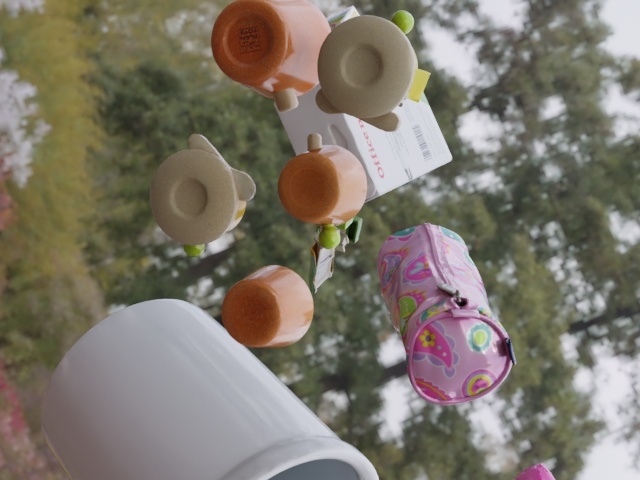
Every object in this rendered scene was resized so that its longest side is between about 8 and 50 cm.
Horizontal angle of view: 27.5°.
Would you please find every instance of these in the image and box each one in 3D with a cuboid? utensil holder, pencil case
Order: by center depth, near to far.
[{"bbox_3d":[0.136,0.075,1.477,0.284,0.124,0.124,-100,175,-70],"label":"pencil case"},{"bbox_3d":[-0.160,0.305,1.790,0.385,0.328,0.327,41,-30,40],"label":"utensil holder"}]

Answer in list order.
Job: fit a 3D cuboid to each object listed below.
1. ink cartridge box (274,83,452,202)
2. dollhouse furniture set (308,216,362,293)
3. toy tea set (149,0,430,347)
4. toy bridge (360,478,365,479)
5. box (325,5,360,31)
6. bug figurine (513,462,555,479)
[{"bbox_3d":[0.057,-0.137,1.638,0.093,0.219,0.160,-22,-88,34],"label":"ink cartridge box"},{"bbox_3d":[0.000,0.000,1.706,0.059,0.152,0.076,18,-60,17],"label":"dollhouse furniture set"},{"bbox_3d":[-0.032,-0.069,1.176,0.200,0.336,0.124,27,13,17],"label":"toy tea set"},{"bbox_3d":[0.045,0.344,1.537,0.026,0.063,0.188,37,8,-8],"label":"toy bridge"},{"bbox_3d":[0.046,-0.253,2.090,0.114,0.103,0.203,-20,-62,34],"label":"box"},{"bbox_3d":[0.117,0.238,0.736,0.279,0.072,0.216,46,57,-87],"label":"bug figurine"}]
